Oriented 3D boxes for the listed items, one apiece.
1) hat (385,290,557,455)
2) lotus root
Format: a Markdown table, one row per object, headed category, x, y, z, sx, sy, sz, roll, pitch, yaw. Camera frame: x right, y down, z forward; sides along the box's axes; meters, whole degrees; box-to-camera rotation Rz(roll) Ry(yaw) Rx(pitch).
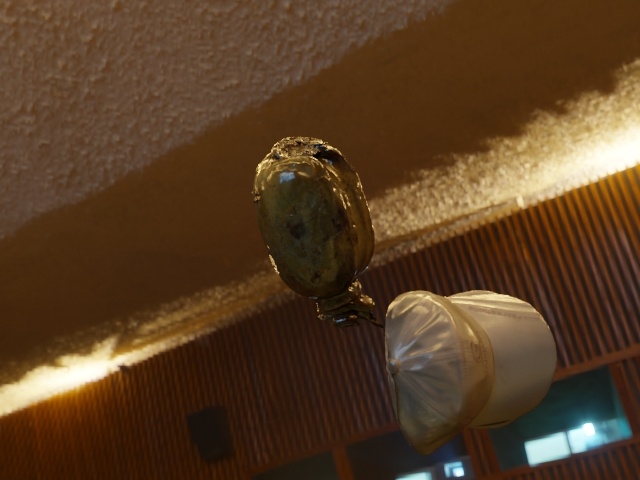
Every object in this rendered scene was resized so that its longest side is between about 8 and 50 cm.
| category | x | y | z | sx | sy | sz | roll | pitch | yaw |
| --- | --- | --- | --- | --- | --- | --- | --- | --- | --- |
| hat | 0.202 | 0.159 | 1.151 | 0.225 | 0.220 | 0.164 | -10 | -12 | 6 |
| lotus root | -0.002 | 0.001 | 1.152 | 0.154 | 0.154 | 0.278 | -16 | -71 | 14 |
